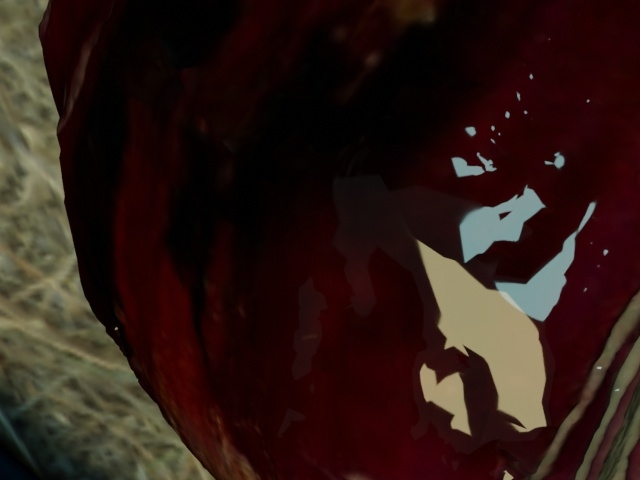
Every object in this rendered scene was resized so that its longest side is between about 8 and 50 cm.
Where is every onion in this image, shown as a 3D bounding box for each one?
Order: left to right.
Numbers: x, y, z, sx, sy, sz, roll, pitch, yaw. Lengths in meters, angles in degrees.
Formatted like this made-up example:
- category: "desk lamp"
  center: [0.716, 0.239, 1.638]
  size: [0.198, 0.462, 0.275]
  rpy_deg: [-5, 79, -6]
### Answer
- category: "onion"
  center: [0.000, 0.000, 0.618]
  size: [0.280, 0.146, 0.314]
  rpy_deg: [25, 130, 16]

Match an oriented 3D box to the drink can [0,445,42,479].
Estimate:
- category: "drink can"
  center: [-0.190, 0.115, 0.790]
  size: [0.205, 0.118, 0.118]
  rpy_deg: [41, 127, -2]
